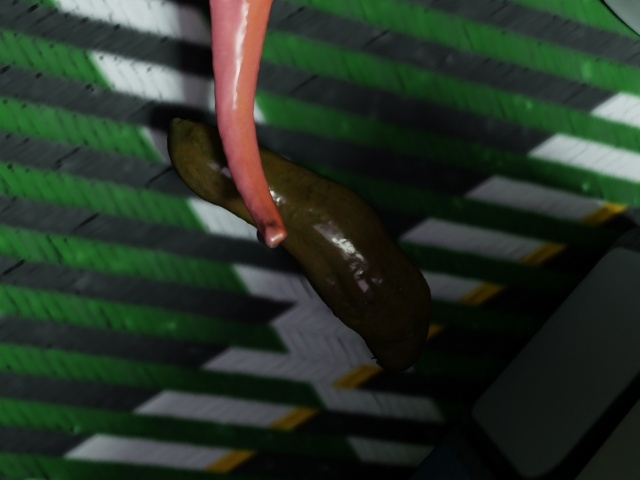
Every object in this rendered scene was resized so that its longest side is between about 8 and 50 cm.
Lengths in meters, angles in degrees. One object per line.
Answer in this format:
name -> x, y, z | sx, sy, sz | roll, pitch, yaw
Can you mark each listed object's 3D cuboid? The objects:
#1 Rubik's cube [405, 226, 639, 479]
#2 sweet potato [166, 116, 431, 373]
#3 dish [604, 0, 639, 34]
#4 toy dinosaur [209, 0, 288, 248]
Rubik's cube -> 0.202, 0.214, 0.388 | 0.318, 0.313, 0.316 | 38, 93, -7
sweet potato -> 0.001, -0.002, 0.437 | 0.182, 0.054, 0.053 | 44, 83, -21
dish -> 0.254, -0.207, 0.401 | 0.273, 0.134, 0.274 | -5, 109, -16
toy dinosaur -> -0.014, -0.153, 0.381 | 0.138, 0.070, 0.286 | -26, 107, -31
